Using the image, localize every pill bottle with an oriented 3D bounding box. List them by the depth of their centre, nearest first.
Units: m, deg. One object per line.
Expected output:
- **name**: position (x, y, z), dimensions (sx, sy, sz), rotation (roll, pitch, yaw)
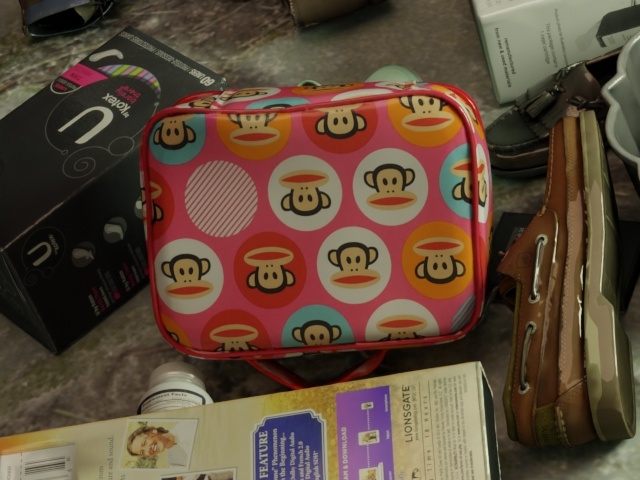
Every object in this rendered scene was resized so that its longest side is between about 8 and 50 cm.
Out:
- **pill bottle**: position (-0.121, 0.161, 1.665), dimensions (0.067, 0.067, 0.120), rotation (-12, 42, 9)

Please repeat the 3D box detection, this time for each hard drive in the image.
- **hard drive**: position (0.210, 0.017, 1.724), dimensions (0.135, 0.022, 0.094), rotation (5, 47, 26)

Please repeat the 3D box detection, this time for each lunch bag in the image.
- **lunch bag**: position (0.000, 0.000, 1.675), dimensions (0.293, 0.258, 0.120), rotation (-2, 10, 9)

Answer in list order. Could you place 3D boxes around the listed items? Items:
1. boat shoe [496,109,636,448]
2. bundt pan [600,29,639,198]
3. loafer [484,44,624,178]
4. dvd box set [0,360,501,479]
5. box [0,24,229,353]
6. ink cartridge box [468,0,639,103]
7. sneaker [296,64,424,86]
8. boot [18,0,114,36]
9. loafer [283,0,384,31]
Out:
- **boat shoe**: position (0.192, 0.024, 1.629), dimensions (0.104, 0.111, 0.307), rotation (-9, 52, 16)
- **bundt pan**: position (0.410, -0.090, 1.686), dimensions (0.331, 0.124, 0.331), rotation (-11, 41, 10)
- **loafer**: position (0.264, -0.147, 1.832), dimensions (0.267, 0.084, 0.096), rotation (-23, 41, -4)
- **dvd box set**: position (-0.068, 0.265, 1.490), dimensions (0.420, 0.062, 0.307), rotation (-11, 56, 11)
- **box**: position (-0.214, -0.053, 1.874), dimensions (0.270, 0.143, 0.165), rotation (-40, 45, -21)
- **ink cartridge box**: position (0.278, -0.263, 1.930), dimensions (0.273, 0.114, 0.197), rotation (-14, 42, 4)
- **sneaker**: position (0.036, -0.112, 1.835), dimensions (0.094, 0.151, 0.256), rotation (-1, 43, 22)
- **boot**: position (-0.232, -0.280, 2.198), dimensions (0.219, 0.082, 0.106), rotation (-4, 66, 9)
- **loafer**: position (-0.070, -0.343, 2.136), dimensions (0.130, 0.134, 0.366), rotation (-32, 42, -14)
